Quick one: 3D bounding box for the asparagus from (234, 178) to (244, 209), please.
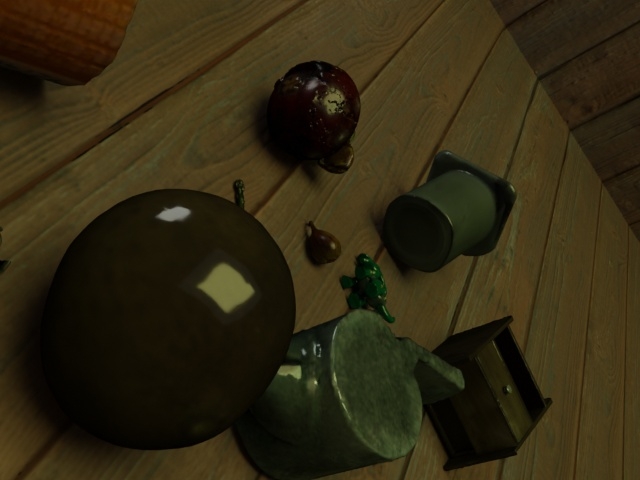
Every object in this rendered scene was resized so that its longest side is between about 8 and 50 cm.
[{"bbox_3d":[-0.117,-0.036,1.006,0.015,0.018,0.127,-1,58,-8],"label":"asparagus"}]

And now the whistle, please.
[{"bbox_3d":[0.047,0.190,0.941,0.404,0.168,0.188,-12,78,-58],"label":"whistle"}]

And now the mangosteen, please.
[{"bbox_3d":[-0.006,-0.201,1.146,0.180,0.166,0.166,64,25,-47],"label":"mangosteen"}]

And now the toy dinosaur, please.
[{"bbox_3d":[0.088,0.080,1.159,0.096,0.059,0.132,-6,64,-58],"label":"toy dinosaur"}]

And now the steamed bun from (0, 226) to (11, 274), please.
[{"bbox_3d":[-0.391,0.020,0.473,0.280,0.268,0.207,31,87,-10],"label":"steamed bun"}]

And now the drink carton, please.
[{"bbox_3d":[0.232,-0.035,1.300,0.185,0.191,0.189,32,37,22],"label":"drink carton"}]

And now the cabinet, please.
[{"bbox_3d":[0.280,0.259,1.200,0.215,0.148,0.175,-22,86,-53],"label":"cabinet"}]

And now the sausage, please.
[{"bbox_3d":[-0.358,-0.304,0.700,0.287,0.233,0.233,11,60,-46],"label":"sausage"}]

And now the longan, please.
[{"bbox_3d":[-0.148,0.077,0.700,0.258,0.258,0.258,30,47,-38],"label":"longan"}]

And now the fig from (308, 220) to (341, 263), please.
[{"bbox_3d":[0.000,0.000,1.110,0.050,0.050,0.083,6,46,-50],"label":"fig"}]
